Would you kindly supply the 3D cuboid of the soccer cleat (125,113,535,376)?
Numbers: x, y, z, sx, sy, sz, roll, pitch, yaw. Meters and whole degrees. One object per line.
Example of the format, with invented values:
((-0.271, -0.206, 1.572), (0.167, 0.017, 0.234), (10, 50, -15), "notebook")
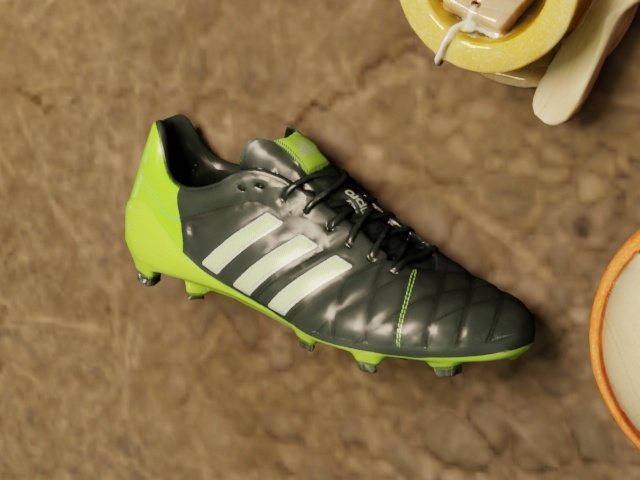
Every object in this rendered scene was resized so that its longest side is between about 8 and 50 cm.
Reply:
((0.000, 0.000, 0.713), (0.179, 0.060, 0.072), (18, 110, 28), "soccer cleat")

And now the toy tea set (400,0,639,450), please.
((0.111, -0.072, 0.589), (0.336, 0.124, 0.200), (50, 122, 8), "toy tea set")
